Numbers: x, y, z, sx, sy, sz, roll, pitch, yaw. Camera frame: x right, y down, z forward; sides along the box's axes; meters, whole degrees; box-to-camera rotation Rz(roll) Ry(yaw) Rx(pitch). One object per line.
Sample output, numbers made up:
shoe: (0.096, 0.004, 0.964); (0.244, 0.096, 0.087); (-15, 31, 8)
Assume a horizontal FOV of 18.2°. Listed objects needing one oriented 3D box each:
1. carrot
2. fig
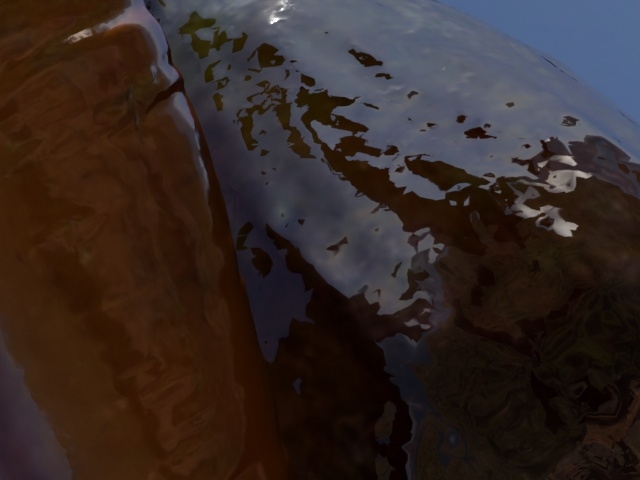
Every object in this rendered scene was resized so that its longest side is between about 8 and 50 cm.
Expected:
carrot: (-0.027, 0.056, 0.359); (0.061, 0.061, 0.256); (-32, -70, -41)
fig: (0.002, -0.001, 0.473); (0.146, 0.274, 0.170); (-27, -22, -18)
